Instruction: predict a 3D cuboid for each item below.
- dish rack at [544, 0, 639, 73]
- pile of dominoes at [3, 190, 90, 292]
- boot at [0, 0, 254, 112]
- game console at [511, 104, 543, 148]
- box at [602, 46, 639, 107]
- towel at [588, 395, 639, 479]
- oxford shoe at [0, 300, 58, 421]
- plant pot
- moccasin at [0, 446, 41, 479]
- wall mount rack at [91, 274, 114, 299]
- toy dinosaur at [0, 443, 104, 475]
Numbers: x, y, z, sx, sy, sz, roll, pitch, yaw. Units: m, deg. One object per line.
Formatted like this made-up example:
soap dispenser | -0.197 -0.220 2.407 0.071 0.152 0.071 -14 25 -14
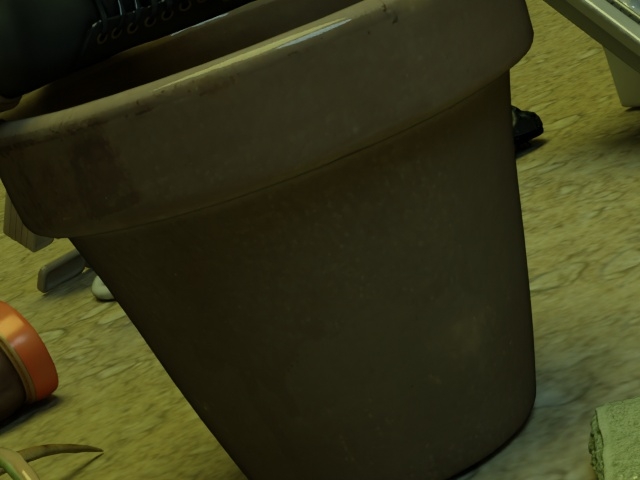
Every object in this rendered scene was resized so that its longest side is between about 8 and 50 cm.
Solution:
dish rack | 0.303 -0.202 1.184 0.285 0.072 0.333 -27 53 -24
pile of dominoes | -0.193 -0.075 1.489 0.040 0.196 0.251 31 41 24
boot | -0.092 -0.118 0.730 0.137 0.077 0.198 -13 16 10
game console | 0.055 -0.083 1.451 0.213 0.044 0.361 -28 14 -25
box | 0.296 -0.171 1.299 0.087 0.102 0.101 -29 16 -26
towel | 0.159 0.087 0.615 0.110 0.027 0.148 -17 13 11
oxford shoe | -0.298 0.089 1.171 0.098 0.097 0.271 -35 18 -28
plant pot | 0.000 0.000 0.763 0.263 0.229 0.263 -19 12 4
moccasin | -0.092 0.151 0.443 0.380 0.147 0.139 -18 18 -7
wall mount rack | -0.075 -0.066 1.292 0.350 0.130 0.304 -29 17 9
toy dinosaur | -0.235 0.148 0.891 0.211 0.064 0.112 -21 12 -2
